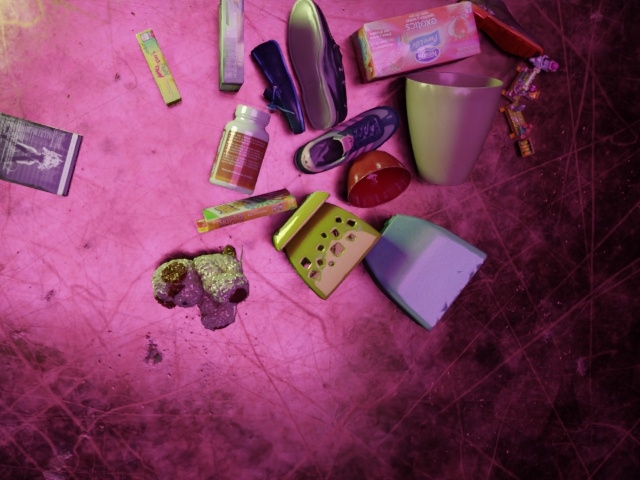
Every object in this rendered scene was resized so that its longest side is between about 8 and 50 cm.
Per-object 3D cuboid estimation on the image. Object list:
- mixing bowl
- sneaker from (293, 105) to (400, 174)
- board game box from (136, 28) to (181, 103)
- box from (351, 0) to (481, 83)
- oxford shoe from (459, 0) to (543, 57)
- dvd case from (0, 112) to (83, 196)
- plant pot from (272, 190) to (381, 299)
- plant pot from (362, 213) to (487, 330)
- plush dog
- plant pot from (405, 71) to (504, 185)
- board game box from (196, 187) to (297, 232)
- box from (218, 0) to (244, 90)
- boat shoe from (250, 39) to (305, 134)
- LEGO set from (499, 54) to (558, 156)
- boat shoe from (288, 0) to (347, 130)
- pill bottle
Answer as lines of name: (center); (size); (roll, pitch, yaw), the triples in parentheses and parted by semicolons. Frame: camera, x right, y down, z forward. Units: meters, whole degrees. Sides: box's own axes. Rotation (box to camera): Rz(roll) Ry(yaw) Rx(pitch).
mixing bowl: (0.144, -0.179, 1.897); (0.181, 0.181, 0.098); (-16, 63, -9)
sneaker: (0.085, -0.264, 1.880); (0.319, 0.131, 0.112); (-31, 100, -7)
board game box: (-0.408, -0.436, 1.789); (0.043, 0.092, 0.181); (-24, 99, -7)
box: (0.252, -0.525, 1.876); (0.300, 0.154, 0.142); (-15, 98, -10)
oxford shoe: (0.508, -0.602, 1.940); (0.271, 0.097, 0.098); (32, 76, -6)
dvd case: (-0.735, -0.219, 1.786); (0.221, 0.018, 0.165); (15, 91, -11)
plant pot: (0.000, 0.000, 1.848); (0.207, 0.228, 0.227); (42, 87, -6)
plant pot: (0.250, 0.063, 1.898); (0.252, 0.248, 0.247); (37, 88, 0)
plush dog: (-0.320, 0.103, 1.815); (0.225, 0.262, 0.211); (1, 62, -20)
plant pot: (0.343, -0.296, 1.890); (0.256, 0.256, 0.274); (-2, 113, -11)
board game box: (-0.199, -0.080, 1.846); (0.259, 0.124, 0.039); (-18, 109, -8)
box: (-0.225, -0.500, 1.772); (0.056, 0.183, 0.231); (-1, 95, -11)
boat shoe: (-0.112, -0.394, 1.859); (0.089, 0.109, 0.258); (-20, 82, -1)
LEGO set: (0.584, -0.382, 1.976); (0.132, 0.107, 0.287); (11, 93, -12)
boat shoe: (0.009, -0.467, 1.861); (0.113, 0.127, 0.340); (-19, 96, -44)
pill bottle: (-0.203, -0.236, 1.833); (0.121, 0.121, 0.216); (17, 92, -12)
